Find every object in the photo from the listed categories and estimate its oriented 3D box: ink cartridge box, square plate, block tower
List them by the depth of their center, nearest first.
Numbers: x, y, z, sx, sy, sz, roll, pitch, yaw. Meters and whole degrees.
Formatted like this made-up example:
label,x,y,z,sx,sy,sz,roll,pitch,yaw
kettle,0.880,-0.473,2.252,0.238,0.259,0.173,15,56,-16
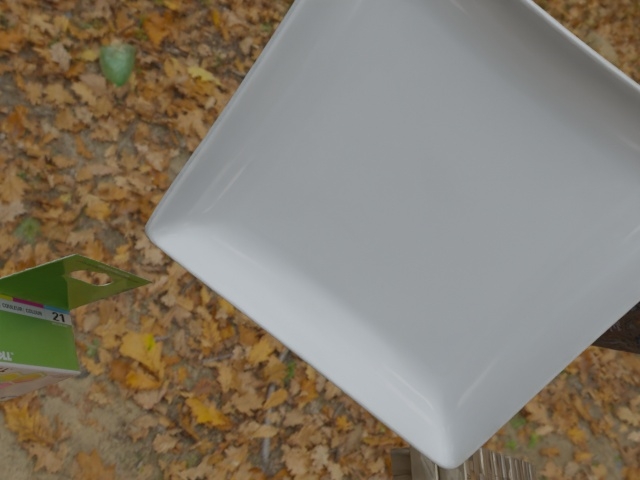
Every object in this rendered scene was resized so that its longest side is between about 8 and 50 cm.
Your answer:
label,x,y,z,sx,sy,sz,roll,pitch,yaw
square plate,0.080,-0.027,0.568,0.347,0.344,0.049,38,23,-1
block tower,0.186,0.305,0.852,0.335,0.091,0.097,38,45,-54
ink cartridge box,-0.351,0.113,0.859,0.189,0.255,0.096,44,29,-70

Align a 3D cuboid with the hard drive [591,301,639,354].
label,x,y,z,sx,sy,sz,roll,pitch,yaw
hard drive,0.315,0.072,0.914,0.172,0.255,0.054,52,58,-42
